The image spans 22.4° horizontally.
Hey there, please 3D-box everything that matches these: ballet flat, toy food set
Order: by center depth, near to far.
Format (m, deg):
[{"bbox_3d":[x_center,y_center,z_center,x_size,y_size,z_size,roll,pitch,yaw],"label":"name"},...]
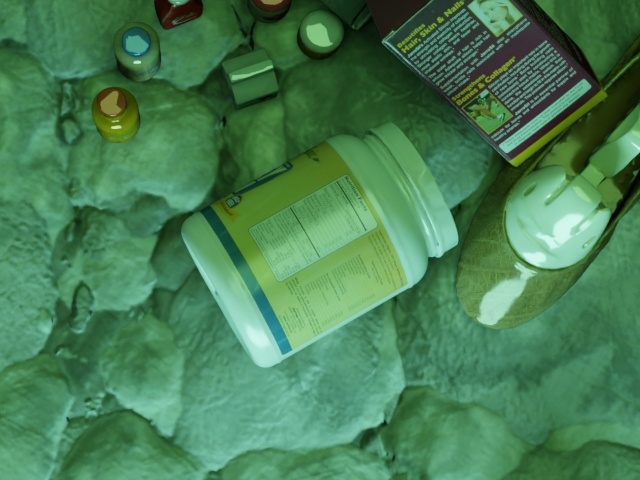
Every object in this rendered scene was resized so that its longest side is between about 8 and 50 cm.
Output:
[{"bbox_3d":[-0.094,-0.169,1.380,0.232,0.104,0.111,-19,87,-6],"label":"toy food set"},{"bbox_3d":[0.244,-0.066,1.390,0.116,0.124,0.342,44,84,-2],"label":"ballet flat"}]

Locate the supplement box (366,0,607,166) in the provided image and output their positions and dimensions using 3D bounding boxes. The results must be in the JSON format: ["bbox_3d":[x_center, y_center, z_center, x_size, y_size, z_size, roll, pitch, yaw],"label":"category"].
[{"bbox_3d":[0.139,-0.163,1.353,0.104,0.081,0.188,-39,125,17],"label":"supplement box"}]

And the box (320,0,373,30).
[{"bbox_3d":[-0.013,-0.424,1.345,0.395,0.097,0.318,41,116,-1],"label":"box"}]

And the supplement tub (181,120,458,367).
[{"bbox_3d":[0.000,0.000,1.356,0.200,0.144,0.144,-30,89,-7],"label":"supplement tub"}]
